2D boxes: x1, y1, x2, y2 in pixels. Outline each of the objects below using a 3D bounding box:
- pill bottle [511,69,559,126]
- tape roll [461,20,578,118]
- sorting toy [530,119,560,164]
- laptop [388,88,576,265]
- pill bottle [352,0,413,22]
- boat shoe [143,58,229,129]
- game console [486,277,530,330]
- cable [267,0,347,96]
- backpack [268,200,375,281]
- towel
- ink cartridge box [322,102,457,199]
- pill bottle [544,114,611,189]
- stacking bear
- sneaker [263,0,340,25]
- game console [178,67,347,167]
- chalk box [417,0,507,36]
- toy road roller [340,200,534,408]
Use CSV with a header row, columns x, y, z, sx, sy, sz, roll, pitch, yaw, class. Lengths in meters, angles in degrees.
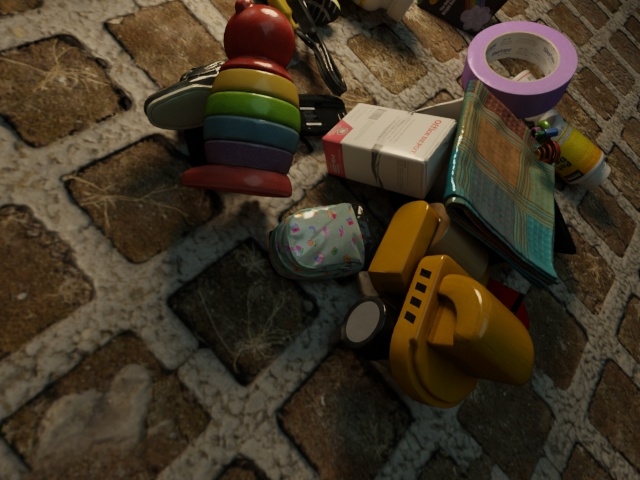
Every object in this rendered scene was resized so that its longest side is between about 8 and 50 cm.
x,y,z,sx,sy,sz,roll,pitch,yaw,class
0.613,-0.407,1.232,0.087,0.087,0.160,-31,83,-33,pill bottle
0.531,-0.465,1.147,0.274,0.090,0.275,-3,63,5,tape roll
0.445,-0.200,0.853,0.042,0.061,0.102,-8,59,-1,sorting toy
0.367,-0.118,0.994,0.407,0.236,0.382,5,66,-49,laptop
0.107,-0.720,1.078,0.333,0.188,0.188,32,58,-9,pill bottle
-0.206,-0.262,0.745,0.233,0.084,0.079,-35,67,-30,boat shoe
0.373,0.172,0.898,0.124,0.085,0.144,29,52,27,game console
-0.028,-0.445,0.954,0.287,0.072,0.139,62,22,-6,cable
0.000,0.000,0.742,0.181,0.115,0.152,-9,74,-25,backpack
0.355,-0.124,0.802,0.271,0.040,0.370,35,53,-17,towel
0.138,-0.184,0.842,0.217,0.092,0.159,19,51,29,ink cartridge box
0.688,-0.238,1.171,0.215,0.117,0.117,37,57,-5,pill bottle
-0.107,-0.221,0.676,0.175,0.164,0.289,4,94,-37,stacking bear
-0.045,-0.598,1.016,0.208,0.081,0.094,16,56,-19,sneaker
-0.094,-0.241,0.851,0.361,0.044,0.213,-9,73,-28,game console
0.404,-0.790,1.255,0.288,0.180,0.179,21,60,-17,chalk box
0.213,0.098,0.678,0.202,0.240,0.330,38,65,-27,toy road roller
